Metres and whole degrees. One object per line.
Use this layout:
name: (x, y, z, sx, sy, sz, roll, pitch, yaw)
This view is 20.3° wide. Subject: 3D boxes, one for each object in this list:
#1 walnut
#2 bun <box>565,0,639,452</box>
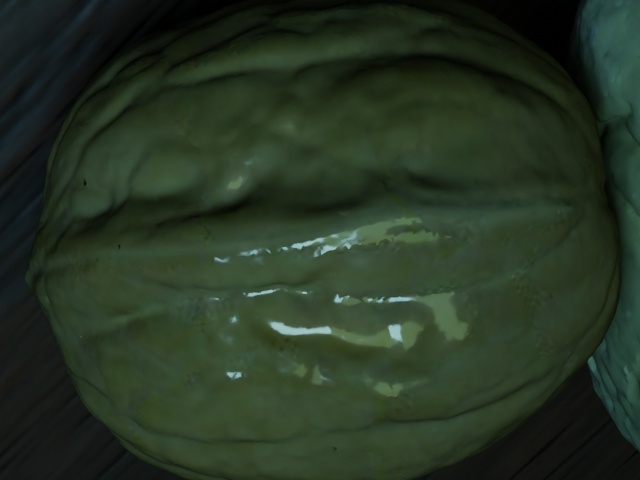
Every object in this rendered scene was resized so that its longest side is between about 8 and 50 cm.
walnut: (0.000, 0.000, 0.787, 0.260, 0.225, 0.225, -6, 120, 0)
bun: (0.277, -0.019, 0.838, 0.352, 0.227, 0.349, -45, 126, 6)
